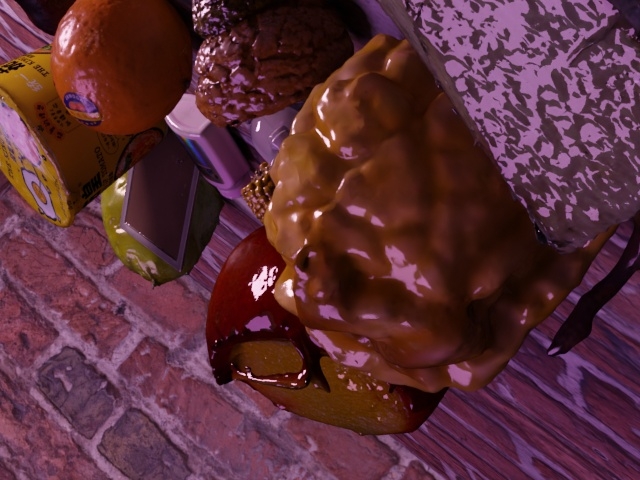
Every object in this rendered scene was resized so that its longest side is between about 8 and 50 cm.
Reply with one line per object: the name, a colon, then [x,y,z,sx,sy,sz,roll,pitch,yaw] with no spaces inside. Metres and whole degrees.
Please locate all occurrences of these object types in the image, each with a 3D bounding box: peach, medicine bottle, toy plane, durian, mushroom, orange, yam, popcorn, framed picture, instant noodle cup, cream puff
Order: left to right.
mushroom: [-0.445,-0.444,1.759,0.217,0.148,0.227,53,172,44]
instant noodle cup: [-0.447,-0.220,2.021,0.325,0.254,0.326,40,151,27]
orange: [-0.285,-0.260,1.618,0.193,0.219,0.219,5,151,23]
durian: [-0.340,-0.069,2.347,0.255,0.340,0.204,18,146,1]
framed picture: [-0.299,-0.118,2.133,0.018,0.293,0.231,-6,-153,-41]
medicine bottle: [-0.186,-0.157,1.955,0.115,0.078,0.219,32,163,35]
cream puff: [-0.073,-0.230,1.189,0.183,0.183,0.169,18,137,62]
toy plane: [0.011,-0.093,1.483,0.252,0.118,0.252,40,-174,-5]
peach: [0.021,0.106,1.633,0.335,0.310,0.406,31,158,-29]
popcorn: [0.126,-0.019,1.050,0.381,0.349,0.349,7,151,25]
yam: [0.135,-0.166,0.687,0.271,0.201,0.202,39,139,-16]

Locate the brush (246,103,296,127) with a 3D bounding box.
brush: [-0.080,-0.199,1.540,0.070,0.065,0.327,39,166,29]

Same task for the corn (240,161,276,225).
corn: [0.000,0.000,1.846,0.318,0.115,0.115,48,167,-11]
